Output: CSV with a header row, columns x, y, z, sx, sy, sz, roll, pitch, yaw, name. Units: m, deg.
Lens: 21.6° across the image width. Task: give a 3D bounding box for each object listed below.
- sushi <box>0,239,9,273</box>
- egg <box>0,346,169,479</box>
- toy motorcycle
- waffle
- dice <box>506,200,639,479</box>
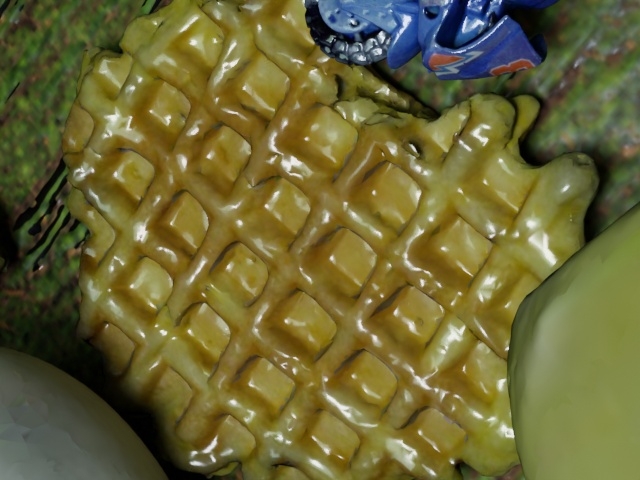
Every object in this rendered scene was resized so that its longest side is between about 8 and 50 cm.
x,y,z,sx,sy,sz,roll,pitch,yaw,name
-0.280,0.043,0.965,0.212,0.147,0.115,-46,76,26,sushi
-0.191,0.217,0.869,0.283,0.283,0.345,21,111,25,egg
0.083,-0.144,0.739,0.114,0.076,0.205,47,105,19,toy motorcycle
-0.009,-0.002,0.846,0.300,0.058,0.282,15,108,26,waffle
0.228,0.057,0.614,0.227,0.233,0.238,-41,78,32,dice
